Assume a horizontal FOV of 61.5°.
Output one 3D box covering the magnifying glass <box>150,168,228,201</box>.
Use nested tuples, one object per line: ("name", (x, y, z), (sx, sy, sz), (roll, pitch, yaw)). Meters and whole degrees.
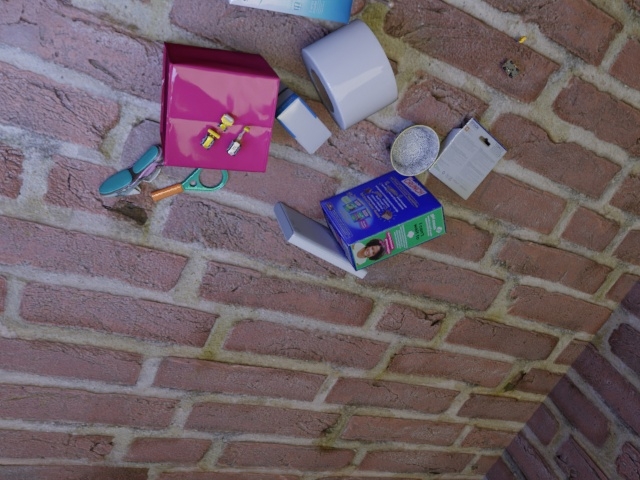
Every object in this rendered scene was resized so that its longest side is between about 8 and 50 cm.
("magnifying glass", (-0.386, -0.167, 1.592), (0.230, 0.026, 0.092), (-20, 125, -7))

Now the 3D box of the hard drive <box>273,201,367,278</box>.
("hard drive", (0.000, 0.000, 1.729), (0.307, 0.203, 0.040), (28, 109, -32))

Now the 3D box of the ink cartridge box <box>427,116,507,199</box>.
("ink cartridge box", (0.496, -0.280, 1.834), (0.223, 0.045, 0.224), (31, 105, -33))

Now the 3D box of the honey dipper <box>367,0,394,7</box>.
("honey dipper", (0.158, -0.632, 1.417), (0.030, 0.161, 0.031), (-9, 124, -14))

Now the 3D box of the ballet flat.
("ballet flat", (-0.515, -0.179, 1.515), (0.221, 0.077, 0.079), (-37, 145, 4))

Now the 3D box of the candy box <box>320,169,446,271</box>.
("candy box", (0.195, -0.076, 1.714), (0.316, 0.268, 0.122), (-23, 129, -5))

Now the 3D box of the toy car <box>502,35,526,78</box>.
("toy car", (0.621, -0.577, 1.696), (0.060, 0.041, 0.122), (27, 112, -9))

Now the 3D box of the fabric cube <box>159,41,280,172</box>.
("fabric cube", (-0.272, -0.342, 1.384), (0.257, 0.254, 0.259), (0, 121, -21))

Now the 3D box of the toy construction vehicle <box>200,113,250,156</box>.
("toy construction vehicle", (-0.227, -0.250, 1.287), (0.085, 0.035, 0.098), (31, 105, -22))

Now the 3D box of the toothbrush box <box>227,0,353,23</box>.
("toothbrush box", (-0.087, -0.626, 1.298), (0.295, 0.216, 0.126), (1, 120, -22))

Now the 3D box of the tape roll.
("tape roll", (0.077, -0.445, 1.455), (0.169, 0.246, 0.246), (-30, 126, -1))

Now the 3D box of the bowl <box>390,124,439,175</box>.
("bowl", (0.288, -0.300, 1.723), (0.169, 0.080, 0.170), (-9, 123, -14))

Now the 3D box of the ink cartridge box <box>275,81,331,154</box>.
("ink cartridge box", (-0.073, -0.345, 1.487), (0.086, 0.203, 0.148), (-43, 125, 7))
